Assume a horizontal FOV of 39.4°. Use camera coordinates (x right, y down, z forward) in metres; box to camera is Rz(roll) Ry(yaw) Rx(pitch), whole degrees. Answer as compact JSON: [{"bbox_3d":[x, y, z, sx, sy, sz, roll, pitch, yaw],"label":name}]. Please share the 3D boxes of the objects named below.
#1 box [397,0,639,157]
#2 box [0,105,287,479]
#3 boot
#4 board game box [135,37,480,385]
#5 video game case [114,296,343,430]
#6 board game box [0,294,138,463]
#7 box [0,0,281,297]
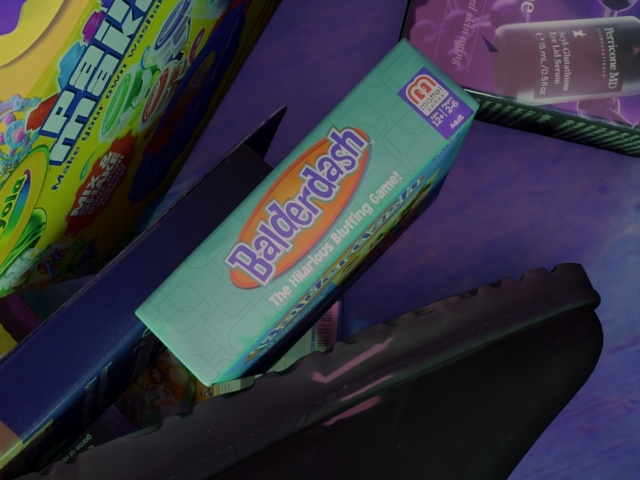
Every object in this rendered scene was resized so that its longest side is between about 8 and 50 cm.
[{"bbox_3d":[0.155,-0.136,0.507,0.207,0.108,0.153,13,93,3],"label":"box"},{"bbox_3d":[-0.091,0.033,0.470,0.036,0.136,0.225,40,63,3],"label":"box"},{"bbox_3d":[0.071,0.271,0.435,0.367,0.146,0.445,-22,77,-17],"label":"boot"},{"bbox_3d":[0.000,0.000,0.461,0.047,0.210,0.160,44,86,7],"label":"board game box"},{"bbox_3d":[-0.070,0.091,0.577,0.166,0.015,0.119,2,93,3],"label":"video game case"},{"bbox_3d":[-0.256,0.189,0.468,0.347,0.056,0.208,-42,98,-24],"label":"board game box"},{"bbox_3d":[-0.135,-0.142,0.439,0.177,0.279,0.290,32,94,2],"label":"box"}]
